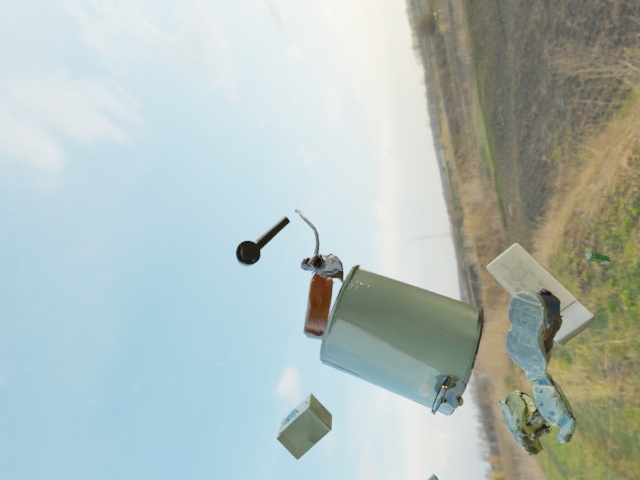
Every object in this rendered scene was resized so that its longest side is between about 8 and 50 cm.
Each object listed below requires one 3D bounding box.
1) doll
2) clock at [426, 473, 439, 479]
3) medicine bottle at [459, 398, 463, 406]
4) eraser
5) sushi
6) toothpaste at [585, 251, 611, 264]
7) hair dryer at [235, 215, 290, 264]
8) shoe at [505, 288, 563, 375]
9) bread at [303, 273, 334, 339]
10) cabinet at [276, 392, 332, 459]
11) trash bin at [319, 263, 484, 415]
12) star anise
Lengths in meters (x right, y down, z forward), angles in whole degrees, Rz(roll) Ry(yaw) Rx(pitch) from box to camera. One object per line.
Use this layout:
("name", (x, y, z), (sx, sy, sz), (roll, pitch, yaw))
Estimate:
("doll", (0.664, 0.463, 1.162), (0.103, 0.072, 0.213), (112, 153, -51))
("clock", (0.485, 0.988, 1.423), (0.325, 0.067, 0.325), (53, 176, 6))
("medicine bottle", (0.614, 0.728, 1.850), (0.083, 0.047, 0.047), (122, 146, -72))
("eraser", (0.724, 0.170, 1.349), (0.078, 0.144, 0.343), (30, -157, -43))
("sushi", (0.685, 0.601, 1.364), (0.290, 0.131, 0.139), (57, -172, -34))
("toothpaste", (0.800, 0.051, 1.165), (0.084, 0.017, 0.020), (13, -125, -22))
("hair dryer", (-0.208, 0.001, 1.506), (0.089, 0.251, 0.197), (49, 166, -2))
("shoe", (0.524, 0.209, 0.979), (0.126, 0.099, 0.227), (-23, -66, -33))
("bread", (-0.008, 0.319, 1.917), (0.327, 0.114, 0.294), (89, -171, -72))
("cabinet", (-0.073, 0.833, 1.826), (0.150, 0.206, 0.145), (47, -176, 0))
("trash bin", (0.157, 0.190, 0.808), (0.277, 0.263, 0.217), (-46, -29, -61))
("star anise", (0.000, 0.000, 1.143), (0.148, 0.219, 0.227), (23, -115, -43))
